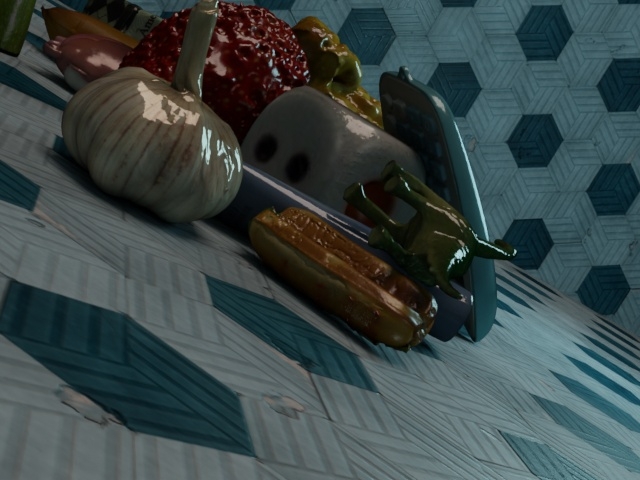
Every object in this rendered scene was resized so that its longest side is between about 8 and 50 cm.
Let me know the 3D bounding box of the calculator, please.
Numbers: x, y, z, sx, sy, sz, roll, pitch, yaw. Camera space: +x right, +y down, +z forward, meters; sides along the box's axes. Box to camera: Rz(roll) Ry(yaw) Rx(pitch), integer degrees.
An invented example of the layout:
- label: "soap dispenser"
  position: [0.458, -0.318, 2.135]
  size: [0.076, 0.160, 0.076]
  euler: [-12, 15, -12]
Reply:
- label: "calculator"
  position: [0.160, -0.063, 1.663]
  size: [0.256, 0.054, 0.387]
  euler: [-135, -154, -63]

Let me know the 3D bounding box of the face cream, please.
- label: "face cream"
  position: [0.000, 0.000, 1.394]
  size: [0.385, 0.086, 0.135]
  euler: [29, -28, -7]

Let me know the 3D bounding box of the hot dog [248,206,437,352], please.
- label: "hot dog"
  position: [0.014, 0.040, 1.263]
  size: [0.250, 0.076, 0.104]
  euler: [31, 25, 31]

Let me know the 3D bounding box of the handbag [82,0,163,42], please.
- label: "handbag"
  position: [-0.237, -0.300, 2.274]
  size: [0.416, 0.180, 0.317]
  euler: [28, -3, 14]

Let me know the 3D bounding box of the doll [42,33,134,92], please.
- label: "doll"
  position: [-0.311, -0.253, 1.823]
  size: [0.262, 0.093, 0.211]
  euler: [16, 22, -49]

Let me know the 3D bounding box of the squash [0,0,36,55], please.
- label: "squash"
  position: [-0.498, -0.361, 1.754]
  size: [0.170, 0.123, 0.170]
  euler: [30, 13, -7]

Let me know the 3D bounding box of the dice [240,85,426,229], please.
- label: "dice"
  position: [0.011, -0.080, 1.581]
  size: [0.193, 0.194, 0.192]
  euler: [21, 13, -46]

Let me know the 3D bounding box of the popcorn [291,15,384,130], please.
- label: "popcorn"
  position: [-0.012, -0.177, 1.830]
  size: [0.264, 0.332, 0.225]
  euler: [3, 19, 33]

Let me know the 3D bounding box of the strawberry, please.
- label: "strawberry"
  position: [-0.167, -0.225, 1.653]
  size: [0.257, 0.261, 0.261]
  euler: [30, 6, -47]

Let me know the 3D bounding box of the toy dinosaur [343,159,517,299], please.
- label: "toy dinosaur"
  position: [0.168, 0.031, 1.340]
  size: [0.300, 0.087, 0.447]
  euler: [38, 15, -22]

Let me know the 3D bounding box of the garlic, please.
- label: "garlic"
  position: [-0.150, -0.143, 1.220]
  size: [0.199, 0.226, 0.199]
  euler: [26, 10, -5]

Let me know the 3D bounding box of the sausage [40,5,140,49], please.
- label: "sausage"
  position: [-0.358, -0.309, 2.006]
  size: [0.328, 0.112, 0.112]
  euler: [31, 7, 11]
